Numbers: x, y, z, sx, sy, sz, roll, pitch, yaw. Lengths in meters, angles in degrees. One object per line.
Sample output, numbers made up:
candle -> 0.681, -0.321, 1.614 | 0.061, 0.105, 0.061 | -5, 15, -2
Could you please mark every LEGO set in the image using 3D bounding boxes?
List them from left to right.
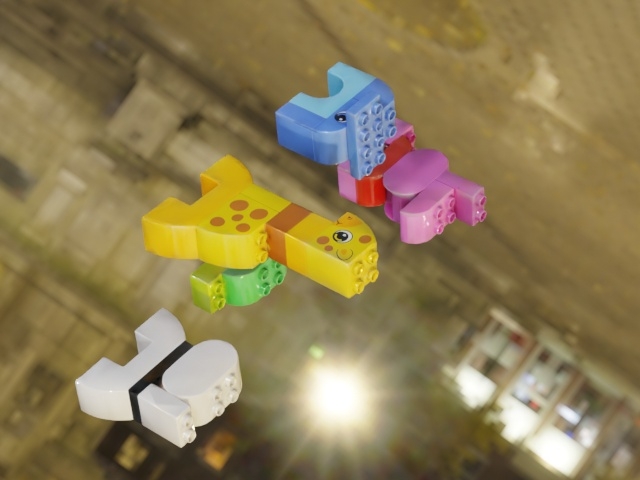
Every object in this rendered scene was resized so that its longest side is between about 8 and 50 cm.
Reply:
LEGO set -> 0.000, 0.000, 0.814 | 0.093, 0.227, 0.087 | 26, 140, 30
